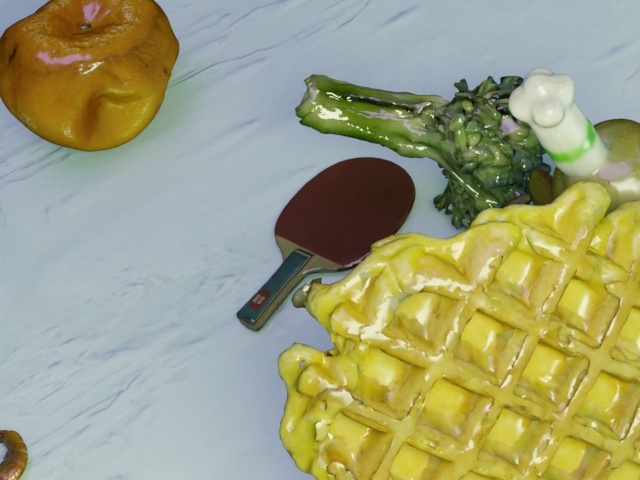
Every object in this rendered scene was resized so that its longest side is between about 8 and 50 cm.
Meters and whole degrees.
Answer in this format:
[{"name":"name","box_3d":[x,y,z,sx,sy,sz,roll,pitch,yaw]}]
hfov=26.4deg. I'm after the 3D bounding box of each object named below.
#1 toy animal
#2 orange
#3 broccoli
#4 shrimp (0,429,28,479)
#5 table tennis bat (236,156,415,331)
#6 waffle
[{"name":"toy animal","box_3d":[0.287,-0.035,1.277,0.181,0.363,0.180,-10,33,11]},{"name":"orange","box_3d":[-0.312,-0.229,1.825,0.249,0.183,0.249,-1,41,1]},{"name":"broccoli","box_3d":[0.119,-0.107,1.480,0.275,0.177,0.198,10,18,-18]},{"name":"shrimp","box_3d":[-0.388,0.259,1.534,0.127,0.025,0.091,-27,45,-6]},{"name":"table tennis bat","box_3d":[0.000,0.000,1.592,0.154,0.021,0.274,24,62,38]},{"name":"waffle","box_3d":[0.163,0.153,1.154,0.382,0.379,0.095,-24,18,-8]}]
